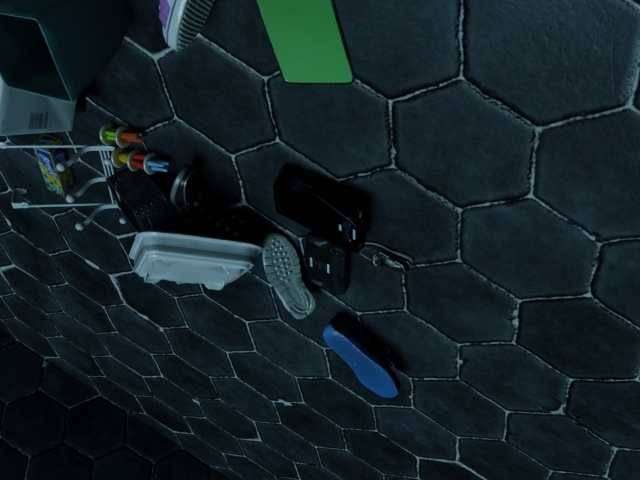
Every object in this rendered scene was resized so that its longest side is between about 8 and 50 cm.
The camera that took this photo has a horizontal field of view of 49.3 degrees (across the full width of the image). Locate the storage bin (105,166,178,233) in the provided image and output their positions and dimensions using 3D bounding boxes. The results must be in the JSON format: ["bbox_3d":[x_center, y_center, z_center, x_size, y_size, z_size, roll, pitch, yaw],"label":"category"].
[{"bbox_3d":[-0.428,-0.088,1.672,0.180,0.084,0.122,41,154,39],"label":"storage bin"}]

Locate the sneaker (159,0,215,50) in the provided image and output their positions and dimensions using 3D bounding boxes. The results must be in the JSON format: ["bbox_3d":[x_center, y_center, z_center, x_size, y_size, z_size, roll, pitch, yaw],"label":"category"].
[{"bbox_3d":[-0.255,-0.467,1.161,0.161,0.102,0.282,30,134,9],"label":"sneaker"}]

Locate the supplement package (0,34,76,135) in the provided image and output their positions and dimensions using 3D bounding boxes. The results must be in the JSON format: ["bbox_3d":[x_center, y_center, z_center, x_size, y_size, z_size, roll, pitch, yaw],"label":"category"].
[{"bbox_3d":[-0.664,-0.352,1.431,0.263,0.199,0.198,23,110,20],"label":"supplement package"}]

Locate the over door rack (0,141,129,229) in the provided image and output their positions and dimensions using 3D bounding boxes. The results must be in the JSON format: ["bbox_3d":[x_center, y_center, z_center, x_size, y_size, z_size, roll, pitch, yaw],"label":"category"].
[{"bbox_3d":[-0.658,-0.143,1.753,0.324,0.108,0.239,7,140,1],"label":"over door rack"}]

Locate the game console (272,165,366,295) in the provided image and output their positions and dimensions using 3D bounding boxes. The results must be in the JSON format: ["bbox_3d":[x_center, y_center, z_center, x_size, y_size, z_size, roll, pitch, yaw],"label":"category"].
[{"bbox_3d":[0.000,0.000,1.541,0.213,0.044,0.361,28,148,21],"label":"game console"}]

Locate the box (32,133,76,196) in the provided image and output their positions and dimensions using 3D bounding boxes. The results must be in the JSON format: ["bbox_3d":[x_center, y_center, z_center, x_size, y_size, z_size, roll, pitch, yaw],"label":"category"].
[{"bbox_3d":[-0.697,-0.197,1.832,0.059,0.054,0.169,22,143,13],"label":"box"}]

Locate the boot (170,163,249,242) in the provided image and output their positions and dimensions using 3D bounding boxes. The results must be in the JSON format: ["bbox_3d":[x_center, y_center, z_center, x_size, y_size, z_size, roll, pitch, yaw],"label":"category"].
[{"bbox_3d":[-0.252,-0.071,1.623,0.179,0.085,0.236,25,150,7],"label":"boot"}]

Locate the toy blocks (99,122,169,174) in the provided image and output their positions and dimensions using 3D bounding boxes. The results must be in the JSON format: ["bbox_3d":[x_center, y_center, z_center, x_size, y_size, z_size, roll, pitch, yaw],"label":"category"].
[{"bbox_3d":[-0.426,-0.210,1.614,0.148,0.054,0.123,13,140,25],"label":"toy blocks"}]

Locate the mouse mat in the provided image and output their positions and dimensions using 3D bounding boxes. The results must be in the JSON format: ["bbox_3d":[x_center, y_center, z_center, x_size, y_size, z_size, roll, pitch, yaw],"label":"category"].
[{"bbox_3d":[-0.028,-0.350,1.195,0.153,0.007,0.189,8,139,30],"label":"mouse mat"}]

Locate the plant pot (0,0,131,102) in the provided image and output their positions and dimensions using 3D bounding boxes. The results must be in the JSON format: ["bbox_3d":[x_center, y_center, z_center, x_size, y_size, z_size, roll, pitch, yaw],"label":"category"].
[{"bbox_3d":[-0.468,-0.397,1.275,0.165,0.234,0.165,17,140,22],"label":"plant pot"}]

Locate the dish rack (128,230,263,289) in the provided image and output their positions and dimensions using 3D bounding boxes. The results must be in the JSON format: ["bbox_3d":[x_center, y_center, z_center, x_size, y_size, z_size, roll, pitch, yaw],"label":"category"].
[{"bbox_3d":[-0.308,0.058,1.667,0.285,0.072,0.333,7,166,-18],"label":"dish rack"}]

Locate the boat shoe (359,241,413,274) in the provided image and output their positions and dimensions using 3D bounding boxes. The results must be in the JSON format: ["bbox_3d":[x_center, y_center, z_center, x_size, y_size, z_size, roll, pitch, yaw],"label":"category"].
[{"bbox_3d":[0.136,0.040,1.499,0.125,0.038,0.046,20,144,17],"label":"boat shoe"}]

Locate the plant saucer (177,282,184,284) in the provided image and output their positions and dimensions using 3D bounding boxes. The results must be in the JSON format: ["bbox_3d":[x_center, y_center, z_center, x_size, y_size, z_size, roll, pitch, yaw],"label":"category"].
[{"bbox_3d":[-0.363,0.089,1.948,0.192,0.018,0.067,-12,125,46],"label":"plant saucer"}]

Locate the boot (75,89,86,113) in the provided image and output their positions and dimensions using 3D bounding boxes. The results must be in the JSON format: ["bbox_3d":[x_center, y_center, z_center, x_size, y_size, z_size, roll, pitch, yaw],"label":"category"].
[{"bbox_3d":[-0.598,-0.375,1.561,0.219,0.082,0.106,29,119,22],"label":"boot"}]

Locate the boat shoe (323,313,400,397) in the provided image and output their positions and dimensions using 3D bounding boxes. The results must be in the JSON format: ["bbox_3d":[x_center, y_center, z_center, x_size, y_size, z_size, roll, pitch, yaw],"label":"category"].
[{"bbox_3d":[0.121,0.285,1.761,0.109,0.089,0.258,-25,111,35],"label":"boat shoe"}]

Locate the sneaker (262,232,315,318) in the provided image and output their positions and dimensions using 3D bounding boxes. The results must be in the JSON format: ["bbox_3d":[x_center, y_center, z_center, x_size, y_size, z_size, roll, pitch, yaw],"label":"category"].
[{"bbox_3d":[-0.092,0.081,1.684,0.095,0.090,0.235,40,152,60],"label":"sneaker"}]
